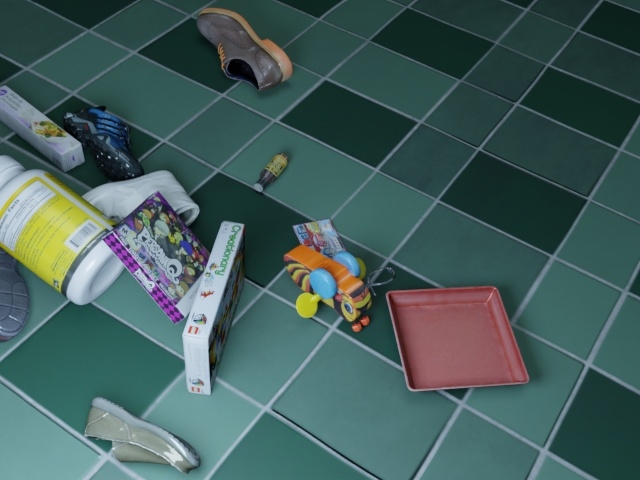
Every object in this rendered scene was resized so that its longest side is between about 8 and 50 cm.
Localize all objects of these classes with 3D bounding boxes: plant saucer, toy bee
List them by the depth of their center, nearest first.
[{"bbox_3d":[0.285,0.216,1.757,0.259,0.047,0.259,-2,47,-9],"label":"plant saucer"},{"bbox_3d":[0.038,0.118,1.772,0.195,0.162,0.298,-22,28,-14],"label":"toy bee"}]

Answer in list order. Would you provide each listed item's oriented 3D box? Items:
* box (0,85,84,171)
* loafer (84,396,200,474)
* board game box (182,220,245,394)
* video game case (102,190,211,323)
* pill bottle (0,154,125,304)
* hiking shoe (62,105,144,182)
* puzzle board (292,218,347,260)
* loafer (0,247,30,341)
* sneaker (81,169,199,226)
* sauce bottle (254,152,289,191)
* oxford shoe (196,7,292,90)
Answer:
[{"bbox_3d":[-0.728,-0.287,2.092,0.324,0.067,0.063,35,52,25],"label":"box"},{"bbox_3d":[-0.334,0.378,1.523,0.251,0.094,0.087,20,73,24],"label":"loafer"},{"bbox_3d":[-0.212,0.134,1.676,0.053,0.193,0.305,10,48,3],"label":"board game box"},{"bbox_3d":[-0.326,0.031,1.734,0.232,0.042,0.210,52,29,-12],"label":"video game case"},{"bbox_3d":[-0.579,-0.029,1.743,0.334,0.188,0.188,36,52,7],"label":"pill bottle"},{"bbox_3d":[-0.520,-0.253,2.051,0.132,0.113,0.304,-33,58,-30],"label":"hiking shoe"},{"bbox_3d":[0.000,0.000,1.947,0.096,0.011,0.128,-13,51,-17],"label":"puzzle board"},{"bbox_3d":[-0.692,0.100,1.740,0.109,0.095,0.302,19,36,-44],"label":"loafer"},{"bbox_3d":[-0.425,-0.056,1.886,0.293,0.108,0.169,-26,52,-29],"label":"sneaker"},{"bbox_3d":[-0.125,-0.170,2.069,0.042,0.042,0.128,22,49,13],"label":"sauce bottle"},{"bbox_3d":[-0.249,-0.551,2.352,0.364,0.130,0.133,37,62,26],"label":"oxford shoe"}]
